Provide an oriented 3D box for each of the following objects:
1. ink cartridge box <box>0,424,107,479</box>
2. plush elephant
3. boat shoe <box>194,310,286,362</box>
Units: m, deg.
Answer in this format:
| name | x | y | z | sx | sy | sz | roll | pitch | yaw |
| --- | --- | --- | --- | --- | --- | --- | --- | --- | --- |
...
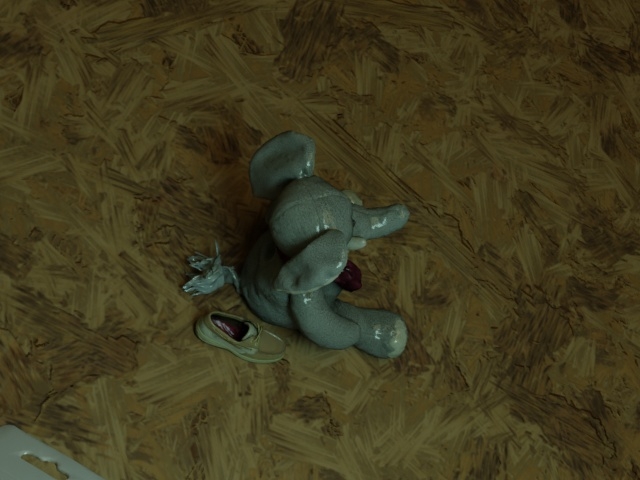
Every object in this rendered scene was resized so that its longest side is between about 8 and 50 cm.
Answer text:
| name | x | y | z | sx | sy | sz | roll | pitch | yaw |
| --- | --- | --- | --- | --- | --- | --- | --- | --- | --- |
| ink cartridge box | -0.403 | 0.346 | 1.535 | 0.207 | 0.119 | 0.353 | 23 | 29 | 29 |
| plush elephant | 0.000 | 0.000 | 1.964 | 0.330 | 0.255 | 0.272 | 2 | 62 | -29 |
| boat shoe | -0.105 | 0.132 | 1.961 | 0.135 | 0.045 | 0.050 | 17 | 56 | -21 |
